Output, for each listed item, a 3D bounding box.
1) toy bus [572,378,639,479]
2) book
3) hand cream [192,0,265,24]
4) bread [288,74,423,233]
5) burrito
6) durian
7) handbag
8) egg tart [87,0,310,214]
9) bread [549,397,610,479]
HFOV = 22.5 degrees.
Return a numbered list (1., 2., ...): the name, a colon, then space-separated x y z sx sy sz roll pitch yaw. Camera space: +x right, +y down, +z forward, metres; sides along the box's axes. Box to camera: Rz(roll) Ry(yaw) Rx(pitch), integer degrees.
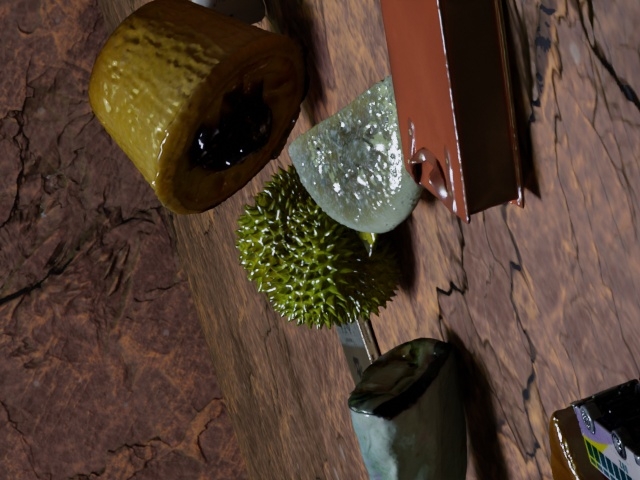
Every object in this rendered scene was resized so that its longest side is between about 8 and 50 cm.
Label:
1. toy bus: 0.200 0.129 0.992 0.102 0.052 0.058 -136 27 -71
2. book: 0.041 0.113 1.825 0.138 0.016 0.199 175 76 -79
3. hand cream: -0.120 -0.354 1.690 0.059 0.095 0.276 13 119 52
4. bread: 0.035 -0.059 1.364 0.193 0.036 0.112 -29 81 57
5. burrito: 0.089 0.208 1.451 0.089 0.144 0.229 4 119 31
6. durian: -0.002 0.013 1.531 0.198 0.146 0.159 -134 27 -65
7. handbag: 0.087 -0.117 1.118 0.127 0.062 0.190 -131 28 -62
8. egg tart: -0.124 -0.145 1.622 0.171 0.215 0.215 39 156 22
9. bread: 0.189 0.167 1.123 0.062 0.043 0.109 117 132 -72
